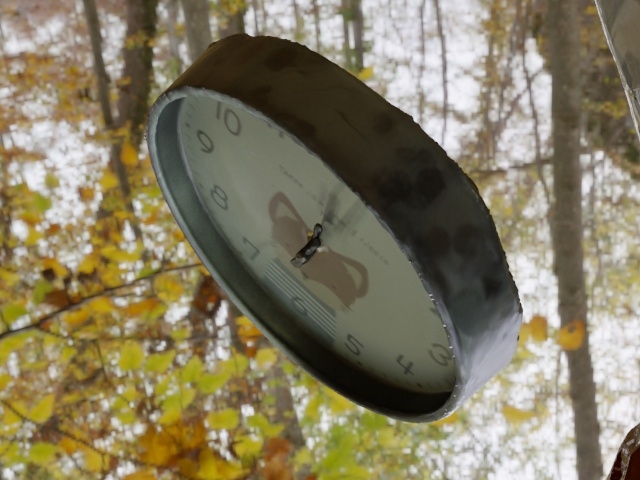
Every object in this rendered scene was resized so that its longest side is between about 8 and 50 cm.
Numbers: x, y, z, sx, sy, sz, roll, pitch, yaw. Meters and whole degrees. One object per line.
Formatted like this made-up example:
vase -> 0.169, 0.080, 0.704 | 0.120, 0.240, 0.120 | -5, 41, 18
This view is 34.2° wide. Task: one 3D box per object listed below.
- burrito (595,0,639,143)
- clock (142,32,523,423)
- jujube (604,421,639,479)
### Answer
burrito -> 0.204, 0.022, 0.408 | 0.139, 0.101, 0.446 | 9, -119, -34
clock -> 0.000, 0.000, 0.773 | 0.325, 0.325, 0.067 | 23, -124, 42
jujube -> 0.276, 0.154, 0.653 | 0.168, 0.168, 0.236 | 20, -122, 39
